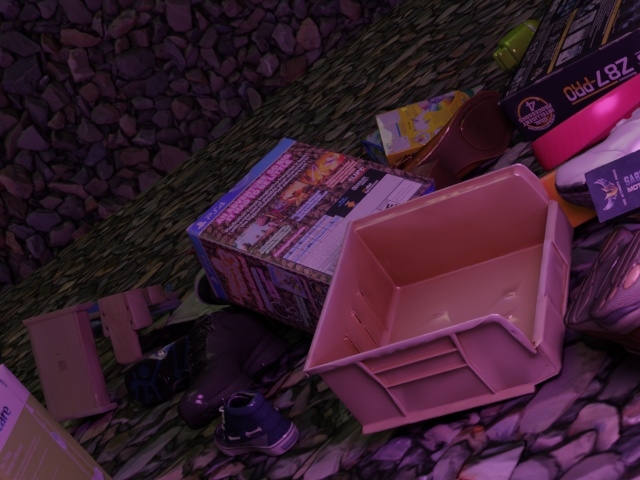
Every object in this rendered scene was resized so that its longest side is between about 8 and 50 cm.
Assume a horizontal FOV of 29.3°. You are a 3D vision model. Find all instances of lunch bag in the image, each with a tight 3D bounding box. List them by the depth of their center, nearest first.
[{"bbox_3d":[0.166,-0.177,2.206,0.129,0.096,0.151,-39,29,-11],"label":"lunch bag"}]

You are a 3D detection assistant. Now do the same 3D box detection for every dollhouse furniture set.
[{"bbox_3d":[-0.353,0.198,2.306,0.286,0.198,0.303,-15,-1,30],"label":"dollhouse furniture set"}]

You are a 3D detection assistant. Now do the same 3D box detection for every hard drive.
[{"bbox_3d":[-0.117,0.077,2.165,0.237,0.064,0.339,-48,18,-31],"label":"hard drive"}]

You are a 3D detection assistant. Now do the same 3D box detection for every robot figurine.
[{"bbox_3d":[0.380,-0.369,2.297,0.115,0.067,0.101,-40,8,-8],"label":"robot figurine"}]

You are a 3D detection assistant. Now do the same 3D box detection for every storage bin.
[{"bbox_3d":[0.145,0.065,1.410,0.260,0.123,0.262,-20,32,29],"label":"storage bin"}]

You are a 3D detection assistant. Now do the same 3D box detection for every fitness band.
[{"bbox_3d":[0.377,-0.160,1.603,0.209,0.054,0.291,-33,-4,15],"label":"fitness band"}]

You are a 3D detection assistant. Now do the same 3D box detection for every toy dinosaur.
[{"bbox_3d":[-0.255,0.014,2.621,0.047,0.090,0.082,-44,-30,-55],"label":"toy dinosaur"}]

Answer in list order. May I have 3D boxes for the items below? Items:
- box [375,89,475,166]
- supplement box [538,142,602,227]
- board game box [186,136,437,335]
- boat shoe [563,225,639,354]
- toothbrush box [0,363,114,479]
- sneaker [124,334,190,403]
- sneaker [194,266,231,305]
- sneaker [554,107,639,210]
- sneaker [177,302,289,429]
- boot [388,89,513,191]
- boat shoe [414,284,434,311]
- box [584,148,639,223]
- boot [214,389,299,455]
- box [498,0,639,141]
[{"bbox_3d":[0.193,-0.197,2.128,0.179,0.043,0.105,-17,52,7],"label":"box"},{"bbox_3d":[0.379,-0.094,1.511,0.233,0.078,0.080,-30,-2,26],"label":"supplement box"},{"bbox_3d":[0.000,0.000,1.764,0.291,0.141,0.232,19,53,38],"label":"board game box"},{"bbox_3d":[0.318,0.062,1.184,0.123,0.116,0.324,-61,-4,5],"label":"boat shoe"},{"bbox_3d":[-0.407,0.342,1.670,0.122,0.283,0.206,-34,17,13],"label":"toothbrush box"},{"bbox_3d":[-0.246,0.215,2.076,0.211,0.080,0.081,-28,-3,30],"label":"sneaker"},{"bbox_3d":[-0.067,0.071,1.894,0.268,0.101,0.153,-12,29,3],"label":"sneaker"},{"bbox_3d":[0.408,-0.123,1.407,0.297,0.111,0.129,-22,60,21],"label":"sneaker"},{"bbox_3d":[-0.152,0.175,1.775,0.109,0.130,0.286,-40,2,22],"label":"sneaker"},{"bbox_3d":[0.185,-0.124,2.028,0.220,0.109,0.283,-22,30,55],"label":"boot"},{"bbox_3d":[0.134,0.070,1.621,0.065,0.075,0.206,-30,22,17],"label":"boat shoe"},{"bbox_3d":[0.403,-0.071,1.232,0.183,0.059,0.232,-26,-18,38],"label":"box"},{"bbox_3d":[-0.106,0.239,1.651,0.069,0.086,0.190,-48,19,-30],"label":"boot"},{"bbox_3d":[0.481,-0.349,1.979,0.318,0.097,0.395,-28,19,37],"label":"box"}]
